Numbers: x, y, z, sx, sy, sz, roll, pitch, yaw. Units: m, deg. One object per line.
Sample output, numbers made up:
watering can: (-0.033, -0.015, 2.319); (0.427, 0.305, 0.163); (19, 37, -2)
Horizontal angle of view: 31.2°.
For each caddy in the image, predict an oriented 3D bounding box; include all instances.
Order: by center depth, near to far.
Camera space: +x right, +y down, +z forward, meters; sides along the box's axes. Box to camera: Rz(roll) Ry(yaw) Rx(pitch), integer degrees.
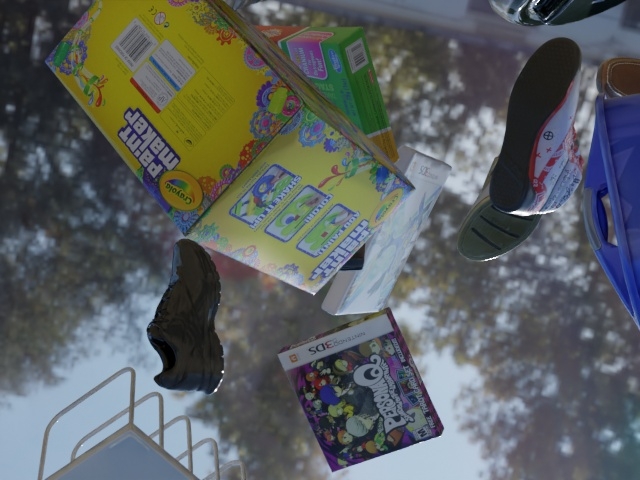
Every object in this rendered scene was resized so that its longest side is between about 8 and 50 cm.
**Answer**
caddy: (0.444, -0.043, 1.540); (0.179, 0.341, 0.241); (-12, 161, 20)

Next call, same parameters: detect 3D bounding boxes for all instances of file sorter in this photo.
file sorter: (-0.259, 0.350, 1.695); (0.278, 0.193, 0.173); (47, -164, -30)

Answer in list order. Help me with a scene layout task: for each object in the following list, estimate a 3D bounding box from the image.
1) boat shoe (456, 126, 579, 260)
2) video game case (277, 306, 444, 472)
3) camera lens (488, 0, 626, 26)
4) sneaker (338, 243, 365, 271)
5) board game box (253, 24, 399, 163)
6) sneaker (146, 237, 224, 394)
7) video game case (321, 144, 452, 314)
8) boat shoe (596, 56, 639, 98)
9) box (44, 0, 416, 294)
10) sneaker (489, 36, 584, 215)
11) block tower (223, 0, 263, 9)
boat shoe: (0.342, -0.094, 1.989); (0.113, 0.302, 0.103); (28, -150, -15)
video game case: (0.068, 0.254, 1.932); (0.210, 0.232, 0.042); (-22, -173, 18)
camera lens: (0.224, -0.361, 1.098); (0.219, 0.274, 0.219); (-22, 171, -4)
sneaker: (0.000, 0.000, 1.736); (0.118, 0.083, 0.222); (2, -157, -8)
board game box: (-0.029, -0.243, 1.952); (0.316, 0.242, 0.064); (11, -141, 45)
sneaker: (-0.248, 0.134, 2.050); (0.130, 0.286, 0.109); (2, 162, -28)
video game case: (0.132, -0.012, 2.167); (0.036, 0.329, 0.300); (29, -172, 18)
boat shoe: (0.708, -0.314, 2.344); (0.324, 0.123, 0.116); (6, 172, -28)
box: (-0.091, -0.125, 1.248); (0.290, 0.177, 0.279); (49, -170, 30)
sneaker: (0.348, -0.166, 1.725); (0.090, 0.270, 0.145); (26, -165, 38)
block tower: (-0.064, -0.432, 1.727); (0.335, 0.091, 0.097); (-22, -114, -31)
